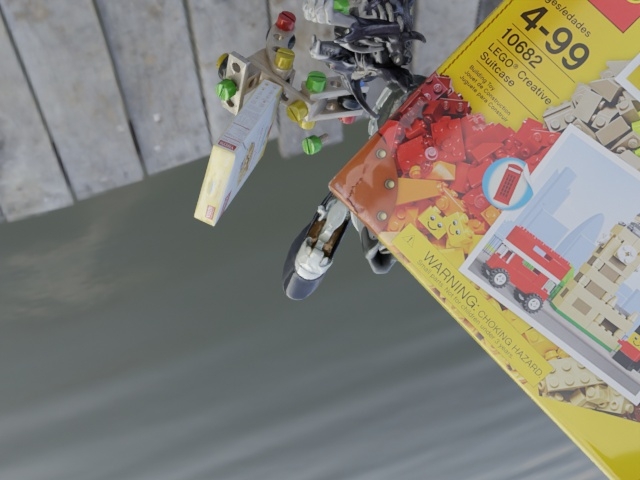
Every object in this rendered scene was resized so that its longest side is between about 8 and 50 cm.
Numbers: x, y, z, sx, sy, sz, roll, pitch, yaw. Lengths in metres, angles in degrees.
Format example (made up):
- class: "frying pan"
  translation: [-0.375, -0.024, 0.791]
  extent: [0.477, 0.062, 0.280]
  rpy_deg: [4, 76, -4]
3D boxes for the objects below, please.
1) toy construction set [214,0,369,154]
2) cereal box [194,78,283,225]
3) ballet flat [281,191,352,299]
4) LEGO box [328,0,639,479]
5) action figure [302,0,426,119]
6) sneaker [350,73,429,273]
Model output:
- class: "toy construction set"
  translation: [-0.048, -0.304, 1.772]
  extent: [0.237, 0.257, 0.309]
  rpy_deg: [-31, 179, -40]
- class: "cereal box"
  translation: [-0.144, -0.159, 1.736]
  extent: [0.047, 0.240, 0.173]
  rpy_deg: [24, 133, 2]
- class: "ballet flat"
  translation: [0.000, 0.000, 1.501]
  extent: [0.074, 0.074, 0.203]
  rpy_deg: [32, 87, -53]
- class: "LEGO box"
  translation: [0.321, 0.002, 0.792]
  extent: [0.372, 0.500, 0.193]
  rpy_deg: [-46, 171, 12]
- class: "action figure"
  translation: [0.036, -0.244, 0.890]
  extent: [0.141, 0.164, 0.275]
  rpy_deg: [0, 127, -23]
- class: "sneaker"
  translation: [0.090, -0.053, 1.035]
  extent: [0.086, 0.132, 0.228]
  rpy_deg: [4, 134, -8]
